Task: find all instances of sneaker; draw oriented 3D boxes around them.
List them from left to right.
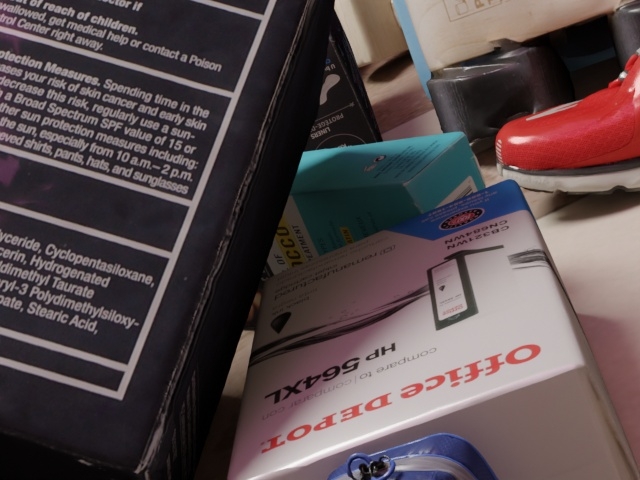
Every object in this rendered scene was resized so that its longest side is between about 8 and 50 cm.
[{"bbox_3d":[0.231,-0.116,0.716,0.279,0.118,0.107,-21,19,12],"label":"sneaker"}]

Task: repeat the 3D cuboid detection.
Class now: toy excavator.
[{"bbox_3d":[0.164,-0.229,1.028,0.433,0.222,0.445,-17,8,24],"label":"toy excavator"}]

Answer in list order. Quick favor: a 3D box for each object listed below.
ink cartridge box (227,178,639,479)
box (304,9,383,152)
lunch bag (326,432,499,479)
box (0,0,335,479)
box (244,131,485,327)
[{"bbox_3d":[0.048,0.065,0.526,0.148,0.086,0.203,-22,19,9],"label":"ink cartridge box"},{"bbox_3d":[-0.052,-0.136,1.008,0.163,0.142,0.247,-23,34,7],"label":"box"},{"bbox_3d":[0.035,0.114,0.399,0.067,0.098,0.065,-22,16,26],"label":"lunch bag"},{"bbox_3d":[-0.169,-0.035,0.574,0.296,0.183,0.294,16,62,3],"label":"box"},{"bbox_3d":[0.000,0.000,0.731,0.244,0.100,0.060,-4,29,48],"label":"box"}]
